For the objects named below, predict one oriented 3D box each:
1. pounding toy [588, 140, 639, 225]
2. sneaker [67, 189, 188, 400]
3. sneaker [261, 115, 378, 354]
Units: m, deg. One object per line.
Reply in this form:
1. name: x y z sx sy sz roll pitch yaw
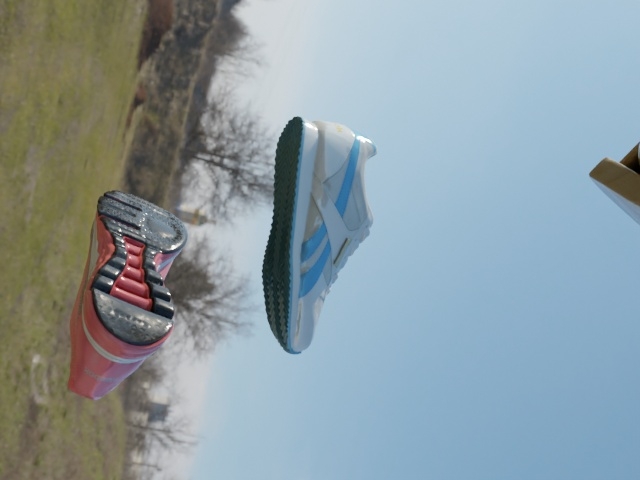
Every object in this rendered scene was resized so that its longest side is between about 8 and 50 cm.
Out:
1. pounding toy: 0.179 0.021 0.294 0.155 0.154 0.269 -47 -159 9
2. sneaker: -0.240 0.054 0.890 0.136 0.116 0.314 -53 -159 23
3. sneaker: 0.000 0.000 0.748 0.087 0.092 0.229 -156 -107 -65
